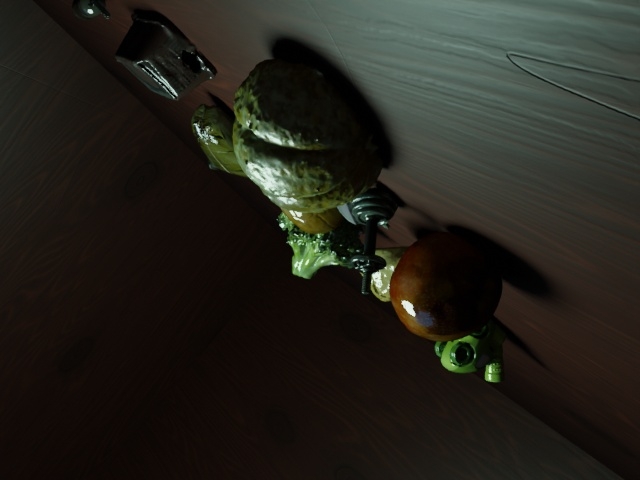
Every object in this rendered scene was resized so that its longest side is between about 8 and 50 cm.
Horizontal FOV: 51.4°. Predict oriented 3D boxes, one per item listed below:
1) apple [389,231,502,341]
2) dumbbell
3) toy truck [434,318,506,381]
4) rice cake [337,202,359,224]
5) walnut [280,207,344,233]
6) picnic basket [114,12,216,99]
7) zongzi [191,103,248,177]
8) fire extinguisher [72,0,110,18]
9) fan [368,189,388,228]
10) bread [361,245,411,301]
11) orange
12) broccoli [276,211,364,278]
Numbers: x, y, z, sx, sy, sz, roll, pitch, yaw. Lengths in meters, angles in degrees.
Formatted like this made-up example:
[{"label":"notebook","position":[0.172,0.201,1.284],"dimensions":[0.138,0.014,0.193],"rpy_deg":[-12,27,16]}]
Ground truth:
[{"label":"apple","position":[0.258,0.101,1.351],"dimensions":[0.230,0.230,0.230],"rpy_deg":[39,174,5]},{"label":"dumbbell","position":[0.110,-0.003,1.472],"dimensions":[0.110,0.255,0.110],"rpy_deg":[7,156,3]},{"label":"toy truck","position":[0.449,0.295,1.893],"dimensions":[0.210,0.187,0.148],"rpy_deg":[16,175,-12]},{"label":"rice cake","position":[0.062,-0.111,1.594],"dimensions":[0.073,0.056,0.365],"rpy_deg":[46,177,15]},{"label":"walnut","position":[-0.027,-0.109,1.810],"dimensions":[0.207,0.167,0.167],"rpy_deg":[41,174,-6]},{"label":"picnic basket","position":[-0.410,-0.458,1.706],"dimensions":[0.222,0.129,0.297],"rpy_deg":[42,175,-35]},{"label":"zongzi","position":[-0.231,-0.284,2.028],"dimensions":[0.299,0.145,0.274],"rpy_deg":[21,164,12]},{"label":"fire extinguisher","position":[-0.653,-0.666,1.903],"dimensions":[0.089,0.072,0.267],"rpy_deg":[50,170,-28]},{"label":"fan","position":[0.086,-0.126,1.696],"dimensions":[0.335,0.011,0.229],"rpy_deg":[44,172,-36]},{"label":"bread","position":[0.212,0.078,1.577],"dimensions":[0.244,0.134,0.244],"rpy_deg":[0,176,0]},{"label":"orange","position":[-0.044,-0.173,1.246],"dimensions":[0.270,0.210,0.369],"rpy_deg":[34,175,25]},{"label":"broccoli","position":[0.000,0.000,1.998],"dimensions":[0.247,0.246,0.288],"rpy_deg":[5,-138,-17]}]
